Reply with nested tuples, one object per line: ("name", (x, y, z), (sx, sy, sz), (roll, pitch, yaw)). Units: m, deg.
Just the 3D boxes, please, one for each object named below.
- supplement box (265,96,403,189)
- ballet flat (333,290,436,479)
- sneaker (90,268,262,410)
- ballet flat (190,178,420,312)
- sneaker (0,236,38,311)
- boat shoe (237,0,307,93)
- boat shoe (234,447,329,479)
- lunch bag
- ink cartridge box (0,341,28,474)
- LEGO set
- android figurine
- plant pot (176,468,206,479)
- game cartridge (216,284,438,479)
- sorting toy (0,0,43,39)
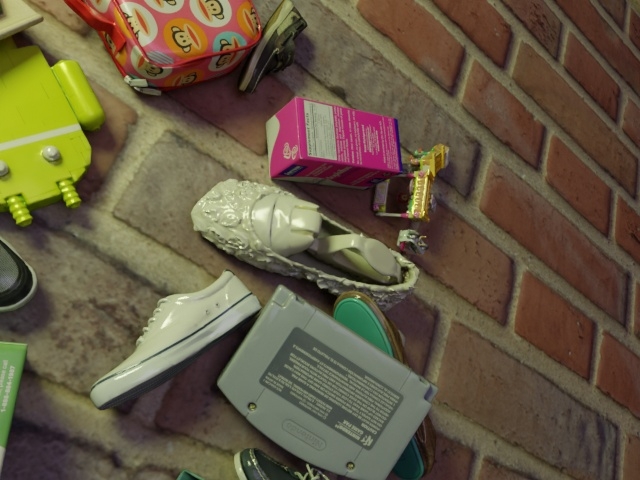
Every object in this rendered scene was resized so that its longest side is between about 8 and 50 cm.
("supplement box", (0.026, -0.166, 0.890), (0.220, 0.111, 0.114), (4, 77, -32))
("ballet flat", (0.123, 0.235, 0.864), (0.124, 0.116, 0.342), (-26, 93, -56))
("sneaker", (-0.204, 0.129, 0.689), (0.258, 0.094, 0.091), (-32, 78, -39))
("ballet flat", (0.000, 0.000, 0.819), (0.409, 0.147, 0.147), (25, 65, -25))
("sneaker", (-0.429, -0.013, 0.523), (0.268, 0.153, 0.101), (38, 60, -20))
("boat shoe", (-0.078, -0.340, 0.886), (0.073, 0.080, 0.223), (30, 59, -18))
("boat shoe", (-0.021, 0.376, 0.716), (0.079, 0.095, 0.254), (-38, 104, 6))
("lunch bag", (-0.255, -0.379, 0.754), (0.258, 0.120, 0.293), (-29, 95, -35))
("ink cartridge box", (-0.458, 0.190, 0.474), (0.278, 0.117, 0.201), (13, 71, -30))
("LEGO set", (0.183, -0.117, 1.013), (0.132, 0.107, 0.287), (62, 40, -49))
("android figurine", (-0.407, -0.150, 0.636), (0.248, 0.056, 0.273), (-27, 91, -36))
("plant pot", (-0.099, 0.438, 0.630), (0.234, 0.166, 0.165), (45, 58, -25))
("game cartridge", (0.008, 0.226, 0.750), (0.297, 0.062, 0.198), (35, 90, -9))
("sorting toy", (-0.482, -0.297, 0.590), (0.208, 0.038, 0.193), (39, 53, -1))
